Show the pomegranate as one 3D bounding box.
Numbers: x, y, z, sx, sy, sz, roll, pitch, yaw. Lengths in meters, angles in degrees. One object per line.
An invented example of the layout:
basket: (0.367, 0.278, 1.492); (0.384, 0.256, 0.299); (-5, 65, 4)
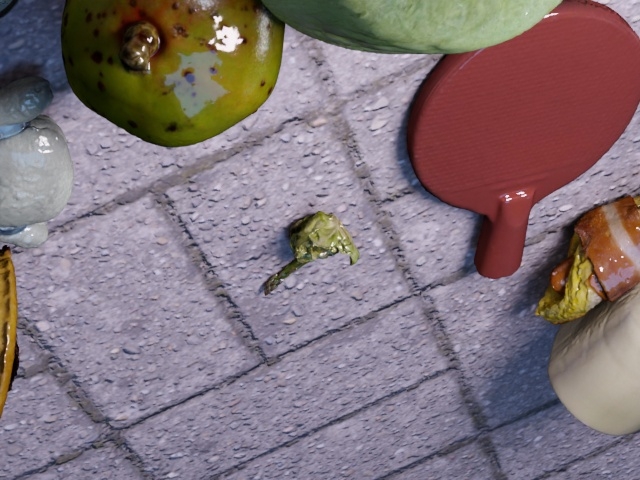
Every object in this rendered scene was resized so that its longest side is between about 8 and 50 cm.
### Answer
pomegranate: (-0.104, -0.179, 1.654); (0.246, 0.198, 0.198); (0, 140, -42)

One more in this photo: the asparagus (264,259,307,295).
asparagus: (-0.022, 0.026, 2.126); (0.114, 0.015, 0.014); (-34, 179, 18)

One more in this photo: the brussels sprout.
brussels sprout: (0.000, 0.000, 2.070); (0.085, 0.058, 0.085); (1, 154, 1)

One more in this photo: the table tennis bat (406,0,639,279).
table tennis bat: (0.217, -0.103, 2.071); (0.268, 0.051, 0.414); (-14, 143, -14)

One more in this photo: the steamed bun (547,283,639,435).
steamed bun: (0.390, 0.123, 2.310); (0.200, 0.155, 0.250); (-44, -174, 29)

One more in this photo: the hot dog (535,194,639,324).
hot dog: (0.347, 0.002, 2.234); (0.261, 0.123, 0.093); (-39, 105, 10)

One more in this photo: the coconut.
coconut: (0.062, -0.292, 1.533); (0.328, 0.328, 0.281); (31, 85, -50)

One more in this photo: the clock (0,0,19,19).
clock: (-0.295, -0.216, 1.637); (0.085, 0.017, 0.085); (-16, 145, -12)

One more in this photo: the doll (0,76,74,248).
doll: (-0.283, -0.066, 1.796); (0.103, 0.071, 0.214); (-13, 141, -18)

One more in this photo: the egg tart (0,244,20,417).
egg tart: (-0.377, 0.102, 1.866); (0.171, 0.215, 0.215); (10, 135, -20)
